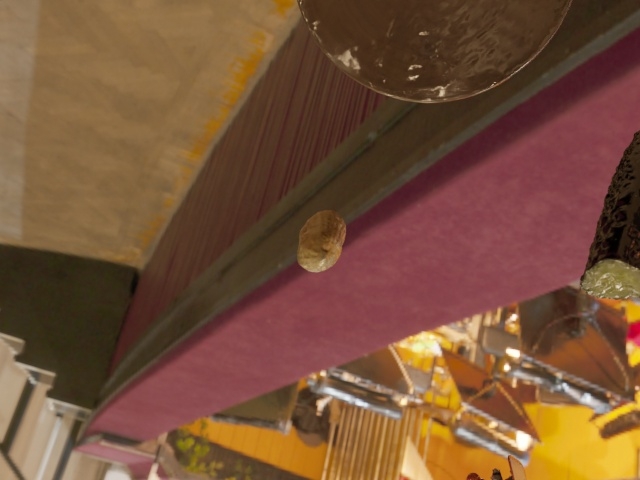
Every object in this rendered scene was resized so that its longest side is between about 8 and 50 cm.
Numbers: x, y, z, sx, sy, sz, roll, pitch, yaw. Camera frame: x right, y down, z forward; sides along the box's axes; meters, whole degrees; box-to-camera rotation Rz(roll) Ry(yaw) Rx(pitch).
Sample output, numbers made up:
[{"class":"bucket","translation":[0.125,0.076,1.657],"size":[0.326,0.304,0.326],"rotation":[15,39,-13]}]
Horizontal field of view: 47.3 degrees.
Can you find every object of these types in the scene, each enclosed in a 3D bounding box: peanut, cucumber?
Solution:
[{"class":"peanut","translation":[0.000,0.000,1.529],"size":[0.098,0.214,0.090],"rotation":[-1,110,7]},{"class":"cucumber","translation":[0.353,-0.053,0.809],"size":[0.072,0.300,0.072],"rotation":[20,141,17]}]

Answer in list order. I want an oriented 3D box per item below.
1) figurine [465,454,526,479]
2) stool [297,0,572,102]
[{"class":"figurine","translation":[0.381,0.629,1.764],"size":[0.226,0.160,0.183],"rotation":[-19,150,18]},{"class":"stool","translation":[0.085,-0.201,0.566],"size":[0.179,0.179,0.264],"rotation":[11,-166,5]}]
